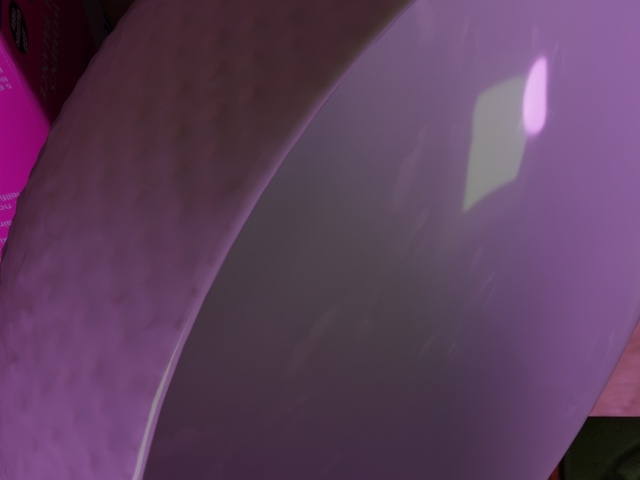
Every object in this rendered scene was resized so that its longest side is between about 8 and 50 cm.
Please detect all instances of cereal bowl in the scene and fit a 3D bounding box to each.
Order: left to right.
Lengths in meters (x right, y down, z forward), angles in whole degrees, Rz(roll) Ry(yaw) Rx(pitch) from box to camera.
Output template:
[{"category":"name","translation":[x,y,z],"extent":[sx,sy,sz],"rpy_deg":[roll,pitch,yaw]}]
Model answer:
[{"category":"cereal bowl","translation":[0.000,0.000,0.735],"extent":[0.141,0.339,0.339],"rpy_deg":[30,159,30]}]

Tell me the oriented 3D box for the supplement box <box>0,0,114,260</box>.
[{"category":"supplement box","translation":[-0.141,-0.050,0.772],"extent":[0.114,0.111,0.220],"rpy_deg":[-9,145,7]}]

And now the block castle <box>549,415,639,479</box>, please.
[{"category":"block castle","translation":[0.172,0.151,0.986],"extent":[0.453,0.213,0.303],"rpy_deg":[-1,147,5]}]
